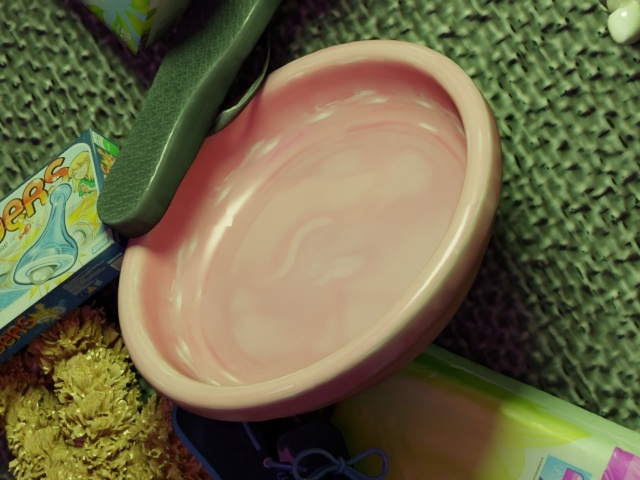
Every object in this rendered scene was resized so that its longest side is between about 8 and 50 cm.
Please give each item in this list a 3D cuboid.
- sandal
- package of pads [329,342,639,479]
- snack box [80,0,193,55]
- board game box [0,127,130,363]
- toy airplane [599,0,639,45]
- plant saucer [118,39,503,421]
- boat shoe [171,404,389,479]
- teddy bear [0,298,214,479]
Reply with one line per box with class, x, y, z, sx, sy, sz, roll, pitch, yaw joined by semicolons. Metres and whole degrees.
sandal;-0.096;-0.114;1.468;0.097;0.054;0.254;24;83;56
package of pads;0.131;0.229;1.442;0.297;0.101;0.229;24;104;16
snack box;-0.167;-0.270;1.432;0.174;0.070;0.207;44;153;8
board game box;-0.244;0.014;1.540;0.201;0.035;0.136;-36;45;20
toy airplane;0.306;-0.272;1.166;0.272;0.384;0.386;0;115;-22
plant saucer;0.000;0.000;1.385;0.332;0.084;0.332;-23;45;25
boat shoe;-0.021;0.172;1.382;0.258;0.109;0.089;38;108;30
teddy bear;-0.176;0.211;1.544;0.245;0.113;0.338;-20;90;23
